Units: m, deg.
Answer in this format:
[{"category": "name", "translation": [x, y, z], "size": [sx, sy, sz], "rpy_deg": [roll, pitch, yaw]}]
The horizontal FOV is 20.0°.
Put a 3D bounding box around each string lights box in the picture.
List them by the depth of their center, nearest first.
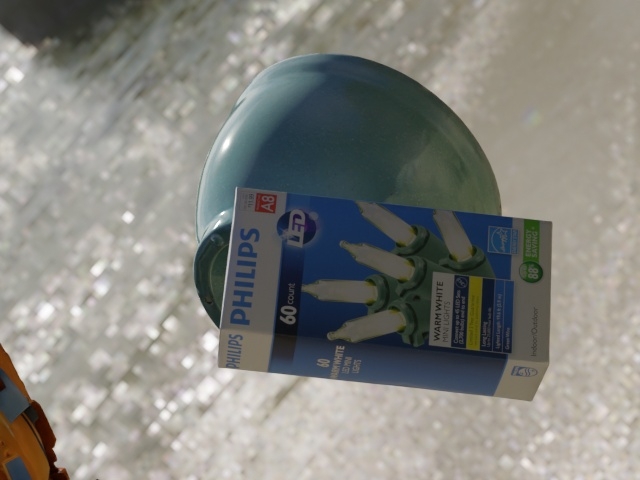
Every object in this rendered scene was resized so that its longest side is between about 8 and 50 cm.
[{"category": "string lights box", "translation": [0.052, 0.044, 1.470], "size": [0.077, 0.259, 0.133], "rpy_deg": [101, 175, -61]}]

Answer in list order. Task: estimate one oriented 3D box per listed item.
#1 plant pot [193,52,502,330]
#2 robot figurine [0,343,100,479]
[{"category": "plant pot", "translation": [0.000, 0.000, 1.703], "size": [0.293, 0.293, 0.196], "rpy_deg": [-32, 16, 43]}, {"category": "robot figurine", "translation": [-0.274, 0.222, 1.495], "size": [0.211, 0.291, 0.085], "rpy_deg": [-18, 12, 34]}]
